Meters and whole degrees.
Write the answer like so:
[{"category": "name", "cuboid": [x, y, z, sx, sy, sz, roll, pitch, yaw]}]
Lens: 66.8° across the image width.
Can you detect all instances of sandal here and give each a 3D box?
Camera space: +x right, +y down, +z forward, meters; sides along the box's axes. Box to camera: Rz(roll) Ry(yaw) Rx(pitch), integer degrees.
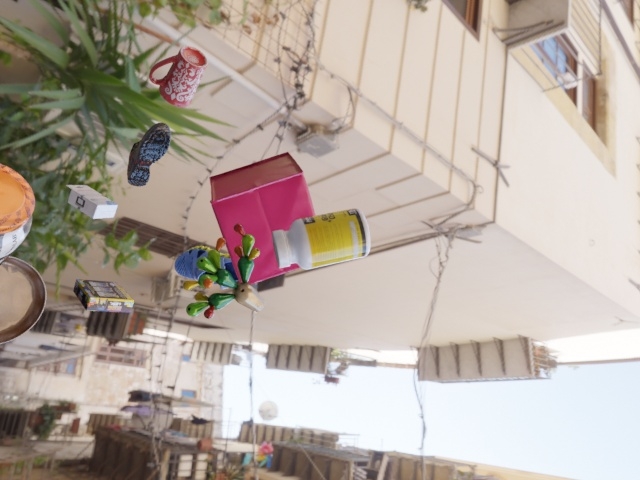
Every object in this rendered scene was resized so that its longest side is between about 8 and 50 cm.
[{"category": "sandal", "cuboid": [-0.396, 0.101, 1.710, 0.316, 0.138, 0.126, 0, -64, 27]}]

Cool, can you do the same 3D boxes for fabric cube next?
[{"category": "fabric cube", "cuboid": [-0.154, -0.068, 1.373, 0.258, 0.259, 0.254, -19, -154, -5]}]

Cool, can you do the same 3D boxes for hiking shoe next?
[{"category": "hiking shoe", "cuboid": [-0.541, -0.281, 1.489, 0.227, 0.086, 0.114, -50, -127, 21]}]

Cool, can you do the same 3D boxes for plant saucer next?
[{"category": "plant saucer", "cuboid": [-1.116, 0.200, 1.661, 0.050, 0.310, 0.311, 11, -99, 47]}]

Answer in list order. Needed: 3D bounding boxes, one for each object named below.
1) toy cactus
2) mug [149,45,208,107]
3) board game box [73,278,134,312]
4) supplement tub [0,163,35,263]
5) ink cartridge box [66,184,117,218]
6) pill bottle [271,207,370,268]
[{"category": "toy cactus", "cuboid": [-0.188, 0.090, 1.057, 0.112, 0.180, 0.219, -8, -135, 53]}, {"category": "mug", "cuboid": [-0.448, -0.524, 1.547, 0.169, 0.150, 0.113, -42, -104, 42]}, {"category": "board game box", "cuboid": [-0.709, 0.180, 1.584, 0.170, 0.141, 0.048, 25, -81, 48]}, {"category": "supplement tub", "cuboid": [-0.804, -0.026, 1.102, 0.337, 0.207, 0.207, -30, -128, 32]}, {"category": "ink cartridge box", "cuboid": [-0.897, -0.152, 1.887, 0.180, 0.104, 0.060, 29, -75, 18]}, {"category": "pill bottle", "cuboid": [0.000, 0.000, 0.970, 0.103, 0.183, 0.103, 168, -90, -79]}]
